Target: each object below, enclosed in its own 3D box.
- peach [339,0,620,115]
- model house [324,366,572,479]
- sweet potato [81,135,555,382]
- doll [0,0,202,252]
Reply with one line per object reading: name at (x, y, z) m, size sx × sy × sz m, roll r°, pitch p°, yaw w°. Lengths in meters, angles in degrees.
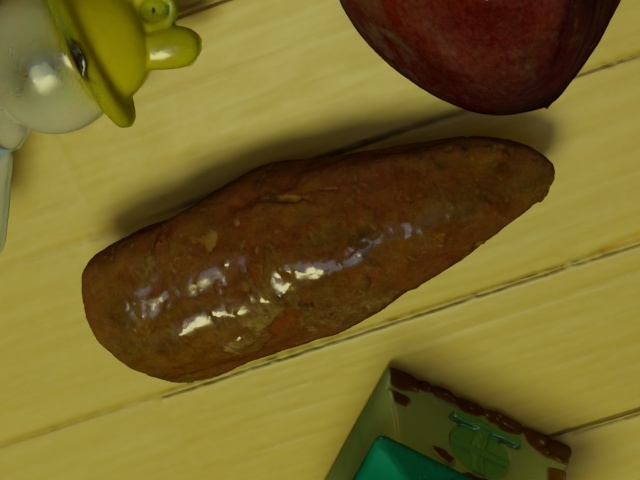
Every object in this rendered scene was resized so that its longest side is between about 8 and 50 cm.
peach at (0.084, -0.129, 0.854) m, size 0.152 × 0.152 × 0.152 m, roll 1°, pitch 112°, yaw 3°
model house at (0.066, 0.158, 0.960) m, size 0.127 × 0.149 × 0.100 m, roll 24°, pitch 114°, yaw -7°
sweet potato at (0.000, 0.000, 0.938) m, size 0.251 × 0.097 × 0.097 m, roll -21°, pitch 109°, yaw 6°
doll at (-0.177, -0.070, 0.911) m, size 0.241 × 0.099 × 0.135 m, roll -23°, pitch 69°, yaw 11°
